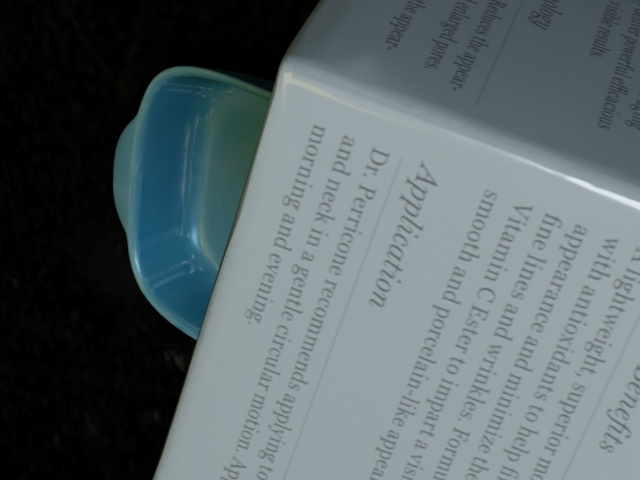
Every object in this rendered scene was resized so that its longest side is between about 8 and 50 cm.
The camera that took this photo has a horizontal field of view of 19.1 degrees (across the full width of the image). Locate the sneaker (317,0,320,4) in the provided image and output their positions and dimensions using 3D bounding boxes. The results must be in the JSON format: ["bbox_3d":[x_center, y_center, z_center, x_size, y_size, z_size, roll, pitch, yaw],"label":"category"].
[{"bbox_3d":[0.029,-0.086,0.634,0.166,0.065,0.076,-62,19,25],"label":"sneaker"}]

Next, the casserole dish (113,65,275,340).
[{"bbox_3d":[0.000,0.000,0.713,0.188,0.037,0.114,25,121,33],"label":"casserole dish"}]

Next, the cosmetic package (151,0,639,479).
[{"bbox_3d":[0.072,0.013,0.536,0.184,0.151,0.151,22,123,3],"label":"cosmetic package"}]
